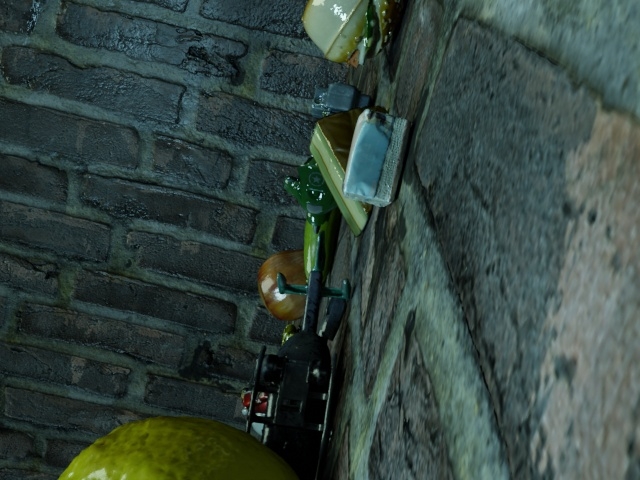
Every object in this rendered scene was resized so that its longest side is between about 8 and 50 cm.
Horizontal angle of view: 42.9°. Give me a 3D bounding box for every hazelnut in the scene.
[{"bbox_3d":[-0.050,0.086,1.649,0.150,0.150,0.150,-167,90,-87],"label":"hazelnut"}]

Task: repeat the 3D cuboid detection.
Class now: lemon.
[{"bbox_3d":[-0.145,0.318,0.852,0.322,0.268,0.268,4,77,43],"label":"lemon"}]

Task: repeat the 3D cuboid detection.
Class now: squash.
[{"bbox_3d":[0.000,0.000,1.581,0.066,0.066,0.201,108,171,-61],"label":"squash"}]

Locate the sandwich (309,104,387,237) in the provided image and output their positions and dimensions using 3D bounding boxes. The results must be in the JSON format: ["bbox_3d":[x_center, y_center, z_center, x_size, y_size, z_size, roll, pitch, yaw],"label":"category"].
[{"bbox_3d":[0.070,-0.100,1.138,0.163,0.114,0.079,64,159,22],"label":"sandwich"}]

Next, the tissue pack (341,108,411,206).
[{"bbox_3d":[0.059,-0.088,0.879,0.074,0.059,0.094,126,158,-87],"label":"tissue pack"}]

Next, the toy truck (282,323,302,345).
[{"bbox_3d":[-0.053,0.210,1.713,0.083,0.054,0.049,-92,16,-76],"label":"toy truck"}]

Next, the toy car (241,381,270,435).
[{"bbox_3d":[-0.107,0.362,1.736,0.139,0.112,0.112,132,137,-65],"label":"toy car"}]

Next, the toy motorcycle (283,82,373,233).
[{"bbox_3d":[0.016,-0.154,1.430,0.187,0.125,0.274,71,-149,-78],"label":"toy motorcycle"}]

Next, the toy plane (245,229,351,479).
[{"bbox_3d":[-0.023,0.162,1.038,0.155,0.107,0.381,76,-161,-70],"label":"toy plane"}]

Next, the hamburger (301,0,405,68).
[{"bbox_3d":[0.065,-0.392,1.299,0.237,0.147,0.236,-155,90,-84],"label":"hamburger"}]
